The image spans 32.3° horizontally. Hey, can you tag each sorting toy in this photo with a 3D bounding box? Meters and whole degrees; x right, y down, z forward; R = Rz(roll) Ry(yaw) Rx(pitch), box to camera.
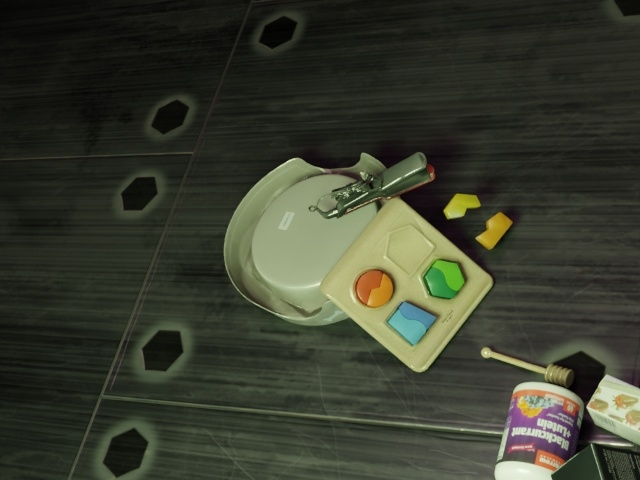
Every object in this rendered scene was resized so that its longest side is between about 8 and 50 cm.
[{"bbox_3d":[0.176,0.036,1.862,0.229,0.041,0.307,40,79,0],"label":"sorting toy"}]

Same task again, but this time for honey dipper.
[{"bbox_3d":[0.325,0.198,1.758,0.161,0.030,0.030,14,65,40],"label":"honey dipper"}]

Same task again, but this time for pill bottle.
[{"bbox_3d":[0.317,0.315,1.622,0.108,0.108,0.193,2,59,29],"label":"pill bottle"}]

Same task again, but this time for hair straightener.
[{"bbox_3d":[0.079,-0.099,1.922,0.230,0.089,0.047,-20,52,15],"label":"hair straightener"}]

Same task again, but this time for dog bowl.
[{"bbox_3d":[0.000,0.000,2.020,0.349,0.102,0.349,-14,51,19],"label":"dog bowl"}]

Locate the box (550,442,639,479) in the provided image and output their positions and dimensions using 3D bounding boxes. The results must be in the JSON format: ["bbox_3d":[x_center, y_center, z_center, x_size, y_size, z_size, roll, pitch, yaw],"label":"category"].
[{"bbox_3d":[0.425,0.412,1.436,0.103,0.184,0.261,-54,33,43],"label":"box"}]

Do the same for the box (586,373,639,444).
[{"bbox_3d":[0.533,0.287,1.556,0.324,0.067,0.063,23,71,38],"label":"box"}]
